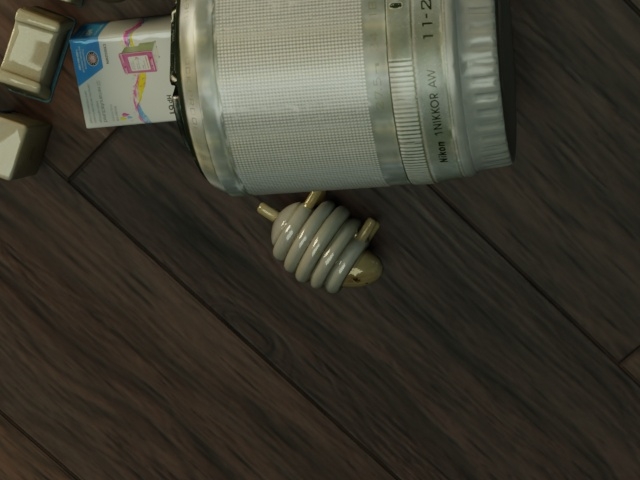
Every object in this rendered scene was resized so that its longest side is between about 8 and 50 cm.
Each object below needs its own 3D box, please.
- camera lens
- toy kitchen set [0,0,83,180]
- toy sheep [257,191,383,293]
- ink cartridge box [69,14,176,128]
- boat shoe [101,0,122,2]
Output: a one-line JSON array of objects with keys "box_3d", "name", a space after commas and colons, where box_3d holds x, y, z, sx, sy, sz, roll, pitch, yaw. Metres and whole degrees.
[{"box_3d": [0.021, -0.152, 1.484, 0.274, 0.219, 0.219, -4, 112, 10], "name": "camera lens"}, {"box_3d": [-0.316, -0.180, 1.603, 0.166, 0.122, 0.207, 19, 94, 1], "name": "toy kitchen set"}, {"box_3d": [0.000, 0.000, 1.630, 0.132, 0.091, 0.091, 32, 115, 10], "name": "toy sheep"}, {"box_3d": [-0.159, -0.156, 1.603, 0.122, 0.052, 0.088, -5, 112, 10], "name": "ink cartridge box"}, {"box_3d": [-0.269, -0.334, 1.505, 0.307, 0.111, 0.104, 31, 122, -7], "name": "boat shoe"}]
